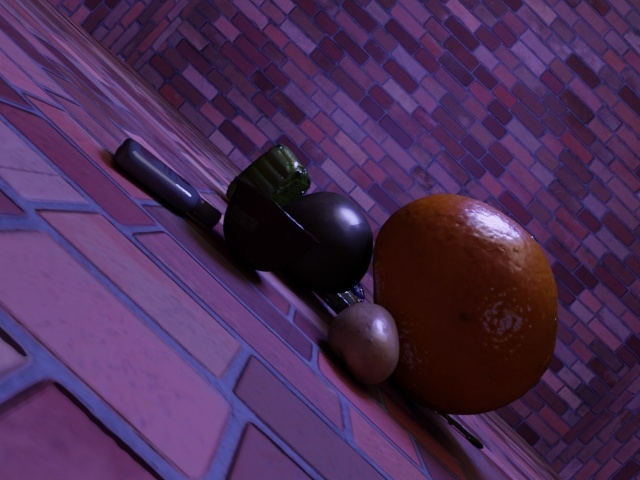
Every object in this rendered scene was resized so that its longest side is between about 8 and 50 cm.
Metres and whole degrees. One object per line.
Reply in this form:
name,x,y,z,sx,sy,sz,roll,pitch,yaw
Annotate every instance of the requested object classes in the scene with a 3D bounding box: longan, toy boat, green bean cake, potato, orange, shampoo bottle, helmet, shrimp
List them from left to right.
shampoo bottle,-0.212,-0.076,0.599,0.165,0.040,0.080,41,1,-33
helmet,-0.098,-0.016,0.657,0.175,0.106,0.155,42,-1,22
green bean cake,-0.133,-0.143,1.150,0.113,0.214,0.200,49,1,12
longan,0.000,0.000,0.909,0.246,0.215,0.246,34,-29,23
shrimp,0.057,0.150,1.047,0.267,0.061,0.145,42,-8,17
toy boat,0.137,0.210,1.550,0.318,0.071,0.219,53,-3,-13
potato,0.067,0.149,0.633,0.112,0.112,0.147,43,9,-11
orange,0.269,0.117,0.835,0.424,0.325,0.425,-5,90,-84

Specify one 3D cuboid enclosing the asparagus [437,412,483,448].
asparagus,0.299,0.409,0.953,0.233,0.022,0.023,45,45,-21
